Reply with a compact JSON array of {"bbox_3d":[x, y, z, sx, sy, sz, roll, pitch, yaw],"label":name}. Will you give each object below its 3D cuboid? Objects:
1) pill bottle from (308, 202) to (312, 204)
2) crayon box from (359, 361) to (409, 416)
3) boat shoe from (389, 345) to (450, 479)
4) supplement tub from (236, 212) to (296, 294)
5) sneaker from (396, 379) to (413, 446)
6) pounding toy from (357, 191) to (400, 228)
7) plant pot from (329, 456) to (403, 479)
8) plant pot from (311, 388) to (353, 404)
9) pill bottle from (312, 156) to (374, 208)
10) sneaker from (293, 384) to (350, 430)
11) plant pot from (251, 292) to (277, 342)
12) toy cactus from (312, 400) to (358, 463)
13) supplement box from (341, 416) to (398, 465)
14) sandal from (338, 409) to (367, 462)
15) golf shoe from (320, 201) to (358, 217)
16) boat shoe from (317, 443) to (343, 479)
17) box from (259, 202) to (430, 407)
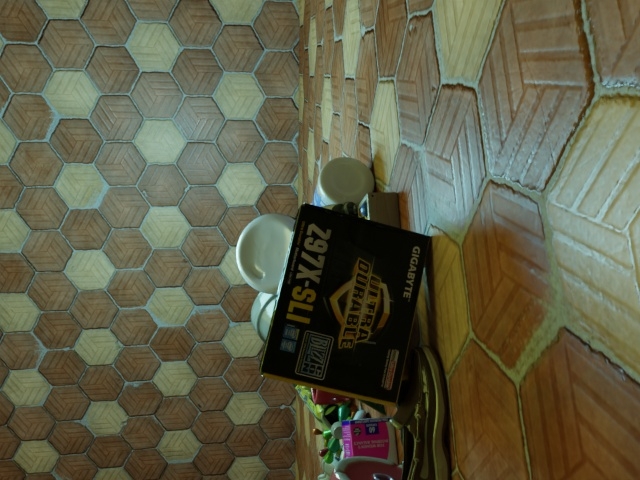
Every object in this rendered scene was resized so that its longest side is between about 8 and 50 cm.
[{"bbox_3d":[0.000,0.000,1.979,0.136,0.136,0.246,115,153,-71],"label":"pill bottle"},{"bbox_3d":[0.092,0.191,1.216,0.203,0.083,0.323,41,-152,-39],"label":"crayon box"},{"bbox_3d":[0.173,0.322,1.004,0.095,0.095,0.258,119,149,-74],"label":"boat shoe"},{"bbox_3d":[-0.084,0.045,1.748,0.331,0.240,0.241,8,-100,-67],"label":"supplement tub"},{"bbox_3d":[0.179,0.371,1.112,0.170,0.051,0.089,-90,-5,-55],"label":"sneaker"},{"bbox_3d":[0.119,-0.029,1.299,0.141,0.100,0.130,122,146,-75],"label":"pounding toy"},{"bbox_3d":[0.101,0.569,1.061,0.275,0.274,0.244,-178,98,-81],"label":"plant pot"},{"bbox_3d":[0.062,0.336,1.487,0.191,0.173,0.191,178,90,-81],"label":"plant pot"},{"bbox_3d":[0.052,-0.101,1.560,0.272,0.152,0.153,108,159,-64],"label":"pill bottle"},{"bbox_3d":[-0.002,0.481,1.818,0.385,0.145,0.147,56,169,-18],"label":"sneaker"},{"bbox_3d":[-0.060,0.323,2.016,0.280,0.322,0.324,-127,33,-48],"label":"plant pot"},{"bbox_3d":[0.049,0.554,1.656,0.219,0.112,0.180,-60,-7,-11],"label":"toy cactus"},{"bbox_3d":[0.122,0.542,1.333,0.114,0.111,0.220,115,152,-70],"label":"supplement box"},{"bbox_3d":[0.093,0.693,1.595,0.169,0.102,0.417,11,-86,-80],"label":"sandal"},{"bbox_3d":[0.059,-0.010,1.470,0.273,0.120,0.105,66,-148,-51],"label":"golf shoe"},{"bbox_3d":[0.062,0.770,1.831,0.116,0.096,0.325,35,145,26],"label":"boat shoe"},{"bbox_3d":[0.046,0.118,1.035,0.079,0.256,0.322,129,155,-79],"label":"box"}]
